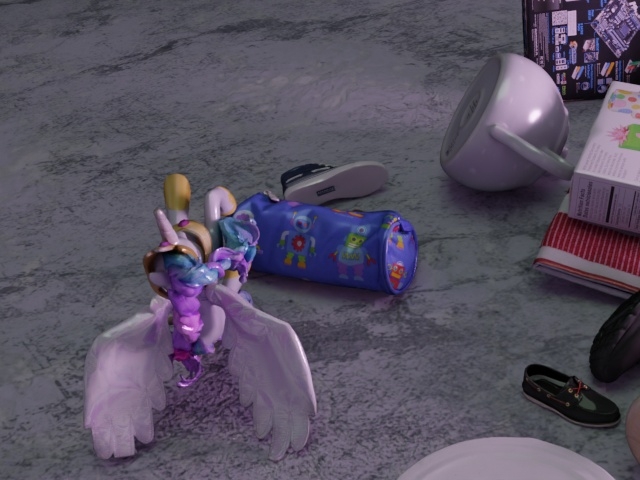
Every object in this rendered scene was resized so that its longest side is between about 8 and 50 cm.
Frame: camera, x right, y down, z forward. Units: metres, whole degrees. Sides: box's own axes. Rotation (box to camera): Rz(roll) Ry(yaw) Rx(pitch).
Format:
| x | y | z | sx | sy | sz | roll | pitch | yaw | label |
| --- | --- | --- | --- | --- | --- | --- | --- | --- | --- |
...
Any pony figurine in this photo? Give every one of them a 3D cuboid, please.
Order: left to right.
| x | y | z | sx | sy | sz | roll | pitch | yaw | label |
| --- | --- | --- | --- | --- | --- | --- | --- | --- | --- |
| -0.167 | 0.094 | 1.334 | 0.302 | 0.351 | 0.363 | -6 | 15 | 1 | pony figurine |

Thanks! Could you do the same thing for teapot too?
| x | y | z | sx | sy | sz | roll | pitch | yaw | label |
| --- | --- | --- | --- | --- | --- | --- | --- | --- | --- |
| 0.331 | -0.178 | 1.679 | 0.187 | 0.252 | 0.256 | 26 | 61 | -7 | teapot |

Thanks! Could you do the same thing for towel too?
| x | y | z | sx | sy | sz | roll | pitch | yaw | label |
| --- | --- | --- | --- | --- | --- | --- | --- | --- | --- |
| 0.483 | -0.037 | 1.505 | 0.237 | 0.037 | 0.329 | 18 | 48 | 22 | towel |

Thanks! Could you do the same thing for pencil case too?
| x | y | z | sx | sy | sz | roll | pitch | yaw | label |
| --- | --- | --- | --- | --- | --- | --- | --- | --- | --- |
| 0.000 | 0.000 | 1.563 | 0.306 | 0.133 | 0.119 | 9 | 6 | 26 | pencil case |

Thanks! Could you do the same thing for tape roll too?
| x | y | z | sx | sy | sz | roll | pitch | yaw | label |
| --- | --- | --- | --- | --- | --- | --- | --- | --- | --- |
| 0.191 | 0.339 | 1.035 | 0.286 | 0.100 | 0.286 | -7 | 34 | 5 | tape roll |

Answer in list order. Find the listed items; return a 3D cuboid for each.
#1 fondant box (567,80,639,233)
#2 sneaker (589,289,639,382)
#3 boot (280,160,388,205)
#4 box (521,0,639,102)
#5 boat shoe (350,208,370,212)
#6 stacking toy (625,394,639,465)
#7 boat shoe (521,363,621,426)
| x | y | z | sx | sy | sz | roll | pitch | yaw | label |
| --- | --- | --- | --- | --- | --- | --- | --- | --- | --- |
| 0.559 | -0.105 | 1.473 | 0.330 | 0.096 | 0.238 | 16 | 48 | 20 | fondant box |
| 0.473 | 0.097 | 1.304 | 0.286 | 0.109 | 0.130 | -41 | 83 | -10 | sneaker |
| 0.021 | -0.116 | 1.779 | 0.190 | 0.069 | 0.086 | -14 | 37 | -2 | boot |
| 0.527 | -0.407 | 1.864 | 0.293 | 0.296 | 0.073 | -7 | 36 | 7 | box |
| 0.098 | -0.017 | 1.634 | 0.135 | 0.045 | 0.050 | 17 | 43 | 35 | boat shoe |
| 0.506 | 0.164 | 1.189 | 0.330 | 0.141 | 0.141 | -30 | 38 | -35 | stacking toy |
| 0.315 | 0.196 | 1.264 | 0.133 | 0.042 | 0.049 | 21 | 43 | 36 | boat shoe |
